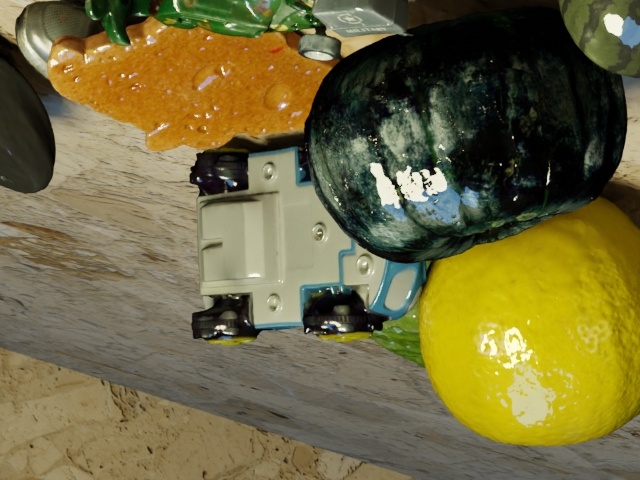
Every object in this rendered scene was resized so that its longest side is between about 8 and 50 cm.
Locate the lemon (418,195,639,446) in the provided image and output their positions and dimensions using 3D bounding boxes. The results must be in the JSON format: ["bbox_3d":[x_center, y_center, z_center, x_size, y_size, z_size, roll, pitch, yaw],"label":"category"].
[{"bbox_3d":[0.205,0.055,1.466,0.240,0.240,0.219,6,119,26],"label":"lemon"}]

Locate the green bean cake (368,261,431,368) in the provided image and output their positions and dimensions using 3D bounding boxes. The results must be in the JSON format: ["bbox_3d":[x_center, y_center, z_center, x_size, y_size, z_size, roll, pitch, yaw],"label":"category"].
[{"bbox_3d":[0.172,0.080,1.735,0.248,0.125,0.222,-1,157,42],"label":"green bean cake"}]

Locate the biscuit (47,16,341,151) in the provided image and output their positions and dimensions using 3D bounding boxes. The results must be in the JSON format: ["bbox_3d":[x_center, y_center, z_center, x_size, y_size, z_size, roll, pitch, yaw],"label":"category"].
[{"bbox_3d":[-0.087,-0.136,1.301,0.280,0.043,0.183,1,147,-24],"label":"biscuit"}]

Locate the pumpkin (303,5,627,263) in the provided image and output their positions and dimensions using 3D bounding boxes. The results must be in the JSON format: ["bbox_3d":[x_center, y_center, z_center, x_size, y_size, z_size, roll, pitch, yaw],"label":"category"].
[{"bbox_3d":[0.105,-0.078,1.141,0.233,0.163,0.233,-17,176,-1],"label":"pumpkin"}]

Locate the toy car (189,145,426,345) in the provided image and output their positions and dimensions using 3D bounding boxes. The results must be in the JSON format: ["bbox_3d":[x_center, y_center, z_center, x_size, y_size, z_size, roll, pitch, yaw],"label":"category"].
[{"bbox_3d":[0.000,0.000,1.529,0.166,0.198,0.314,0,175,-44],"label":"toy car"}]

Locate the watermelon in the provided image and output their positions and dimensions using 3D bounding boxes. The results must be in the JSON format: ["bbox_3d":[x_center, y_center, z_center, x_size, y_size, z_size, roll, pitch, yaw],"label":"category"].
[{"bbox_3d":[0.198,-0.158,0.966,0.105,0.105,0.133,12,158,7],"label":"watermelon"}]

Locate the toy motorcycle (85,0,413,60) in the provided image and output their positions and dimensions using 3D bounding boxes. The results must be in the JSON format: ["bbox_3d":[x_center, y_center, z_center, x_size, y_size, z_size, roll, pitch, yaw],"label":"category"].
[{"bbox_3d":[-0.048,-0.187,1.062,0.275,0.124,0.187,0,168,35],"label":"toy motorcycle"}]

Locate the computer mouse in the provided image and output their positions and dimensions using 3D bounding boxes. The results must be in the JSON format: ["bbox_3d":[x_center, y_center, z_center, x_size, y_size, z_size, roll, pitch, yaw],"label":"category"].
[{"bbox_3d":[-0.338,-0.146,1.481,0.138,0.086,0.269,8,154,39],"label":"computer mouse"}]

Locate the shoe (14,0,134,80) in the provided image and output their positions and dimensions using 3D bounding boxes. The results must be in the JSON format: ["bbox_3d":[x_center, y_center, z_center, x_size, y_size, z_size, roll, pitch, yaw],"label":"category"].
[{"bbox_3d":[-0.162,-0.158,1.339,0.194,0.074,0.077,24,149,-38],"label":"shoe"}]
